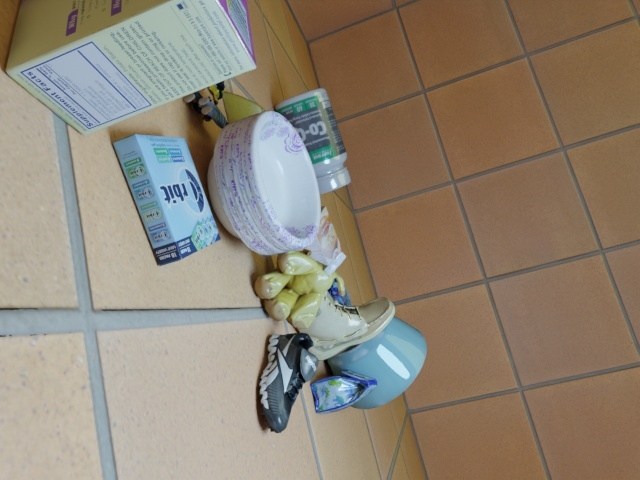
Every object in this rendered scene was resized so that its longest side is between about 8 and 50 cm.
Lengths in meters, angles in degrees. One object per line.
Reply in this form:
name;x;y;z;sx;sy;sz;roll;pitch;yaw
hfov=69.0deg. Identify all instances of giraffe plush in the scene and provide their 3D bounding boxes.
giraffe plush;-0.059;0.079;1.087;0.181;0.210;0.170;63;-15;-23

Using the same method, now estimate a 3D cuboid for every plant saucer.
plant saucer;-0.136;-0.218;1.298;0.333;0.081;0.332;21;52;-76

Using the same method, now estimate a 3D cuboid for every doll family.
doll family;-0.233;-0.298;0.977;0.111;0.076;0.192;54;26;-70

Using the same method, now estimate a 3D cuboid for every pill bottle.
pill bottle;-0.019;-0.366;1.752;0.204;0.204;0.360;-67;138;-73

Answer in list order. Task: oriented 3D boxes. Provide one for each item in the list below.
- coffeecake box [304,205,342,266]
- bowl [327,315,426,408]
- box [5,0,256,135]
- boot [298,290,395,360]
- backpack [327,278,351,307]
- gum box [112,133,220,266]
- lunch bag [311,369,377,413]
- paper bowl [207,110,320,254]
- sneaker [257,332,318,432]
coffeecake box;0.000;0.000;1.582;0.185;0.068;0.142;68;28;-26
bowl;0.140;0.321;1.386;0.163;0.312;0.311;52;19;-20
box;-0.219;-0.277;0.561;0.117;0.243;0.213;54;22;-60
boot;0.052;0.176;1.194;0.203;0.262;0.095;64;-1;-33
backpack;0.025;0.210;1.361;0.173;0.117;0.158;-88;159;-55
gum box;-0.230;-0.068;0.724;0.157;0.041;0.184;-53;125;-76
lunch bag;0.067;0.387;1.211;0.129;0.151;0.096;40;36;-69
paper bowl;-0.121;-0.110;0.959;0.284;0.148;0.284;-11;90;-67
sneaker;-0.057;0.261;0.913;0.234;0.106;0.078;-88;157;-58
